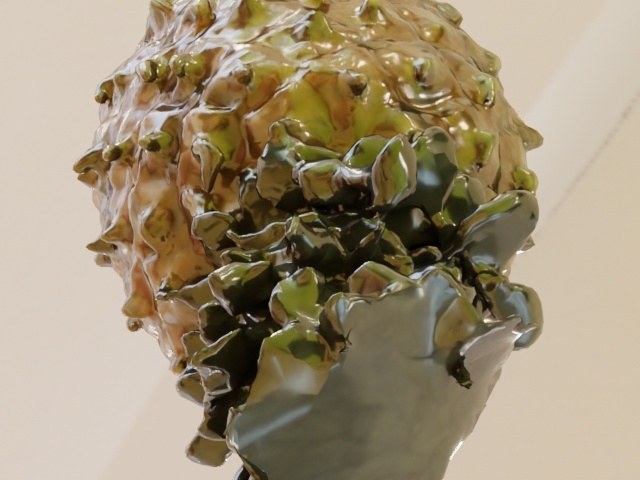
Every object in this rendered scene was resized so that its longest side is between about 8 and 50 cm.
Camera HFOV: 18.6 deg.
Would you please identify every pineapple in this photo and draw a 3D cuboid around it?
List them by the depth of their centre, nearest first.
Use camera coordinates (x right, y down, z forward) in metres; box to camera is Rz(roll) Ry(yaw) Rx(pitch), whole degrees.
[{"bbox_3d":[0.000,0.000,0.591,0.278,0.158,0.157,-106,-161,-72],"label":"pineapple"}]
